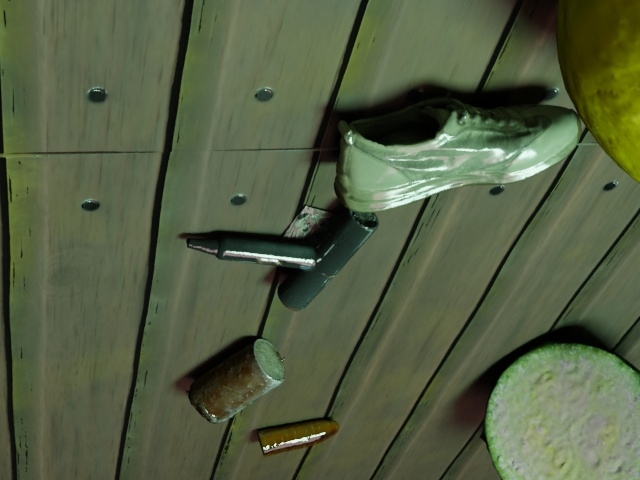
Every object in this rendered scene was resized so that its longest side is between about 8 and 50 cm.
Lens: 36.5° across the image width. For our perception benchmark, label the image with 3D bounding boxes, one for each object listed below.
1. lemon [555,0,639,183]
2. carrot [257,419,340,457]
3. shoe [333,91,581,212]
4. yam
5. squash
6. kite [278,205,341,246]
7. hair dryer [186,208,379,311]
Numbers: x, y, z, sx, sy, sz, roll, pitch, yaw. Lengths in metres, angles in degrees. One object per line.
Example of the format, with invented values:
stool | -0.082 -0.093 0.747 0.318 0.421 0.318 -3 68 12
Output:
lemon | 0.378 -0.178 0.844 0.348 0.348 0.348 -11 145 -8
carrot | -0.034 0.328 1.622 0.139 0.048 0.048 -9 145 -12
shoe | 0.145 -0.109 1.040 0.274 0.103 0.098 -15 132 -5
yam | -0.118 0.203 1.386 0.141 0.079 0.079 -37 141 26
squash | 0.481 0.316 1.640 0.310 0.310 0.309 -39 154 30
kite | 0.000 0.000 1.211 0.139 0.011 0.157 -17 144 7
hair dryer | -0.053 0.003 1.157 0.194 0.050 0.173 17 131 -31
